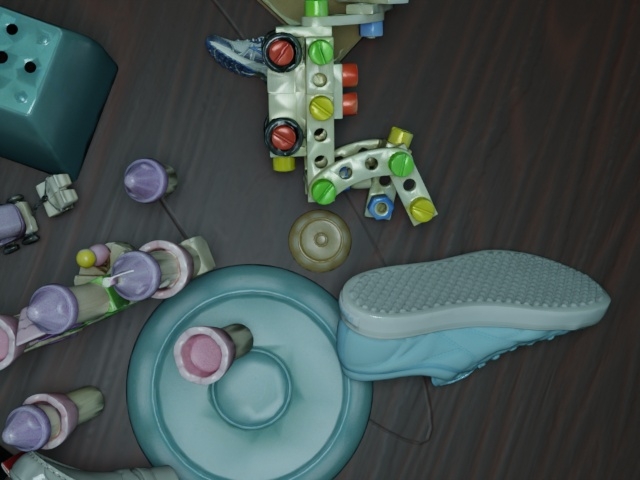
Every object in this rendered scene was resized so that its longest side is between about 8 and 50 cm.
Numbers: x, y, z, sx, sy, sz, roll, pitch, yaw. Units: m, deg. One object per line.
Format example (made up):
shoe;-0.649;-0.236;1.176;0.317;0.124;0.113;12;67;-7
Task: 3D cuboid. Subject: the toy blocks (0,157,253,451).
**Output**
toy blocks;-0.280;0.059;1.213;0.288;0.260;0.309;-24;87;16

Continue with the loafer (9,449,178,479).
loafer;-0.214;0.308;1.266;0.319;0.112;0.111;35;82;-36

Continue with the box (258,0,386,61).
box;0.023;-0.354;1.432;0.164;0.021;0.201;42;83;-1

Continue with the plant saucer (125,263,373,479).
plant saucer;-0.088;0.187;1.368;0.318;0.044;0.317;0;85;-4

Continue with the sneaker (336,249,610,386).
sneaker;0.187;0.108;1.378;0.366;0.135;0.150;-1;127;-16

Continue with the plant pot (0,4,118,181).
plant pot;-0.355;-0.187;1.277;0.165;0.234;0.165;19;84;-3

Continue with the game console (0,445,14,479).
game console;-0.460;0.287;1.340;0.122;0.071;0.107;37;53;-2

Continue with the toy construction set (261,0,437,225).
toy construction set;0.035;-0.179;1.341;0.215;0.151;0.327;-2;91;-4

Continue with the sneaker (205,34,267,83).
sneaker;-0.083;-0.241;1.403;0.135;0.052;0.058;22;79;-13

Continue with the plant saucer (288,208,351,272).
plant saucer;0.000;0.000;1.404;0.083;0.015;0.083;0;85;-5

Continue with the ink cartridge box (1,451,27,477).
ink cartridge box;-0.324;0.369;1.284;0.078;0.134;0.231;-37;89;-6
